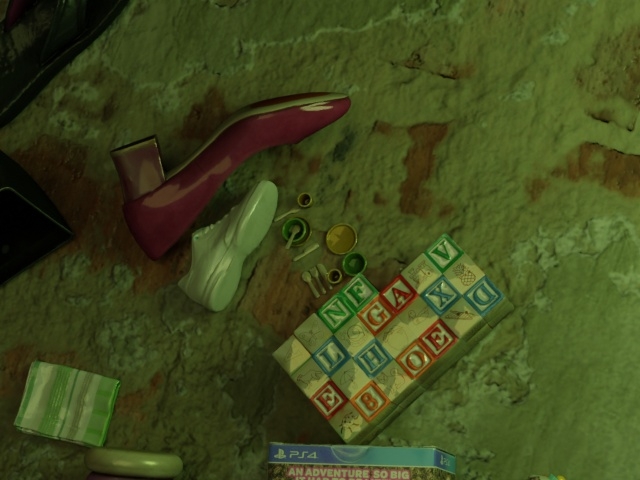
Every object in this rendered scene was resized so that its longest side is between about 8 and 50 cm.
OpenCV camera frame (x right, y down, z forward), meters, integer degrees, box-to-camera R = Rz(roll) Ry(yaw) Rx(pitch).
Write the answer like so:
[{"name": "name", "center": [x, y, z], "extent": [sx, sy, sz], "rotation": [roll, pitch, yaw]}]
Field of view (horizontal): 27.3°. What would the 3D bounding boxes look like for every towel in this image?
[{"name": "towel", "center": [-0.386, 0.249, 2.005], "extent": [0.152, 0.023, 0.113], "rotation": [10, 80, 19]}]

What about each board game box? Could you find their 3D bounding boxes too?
[{"name": "board game box", "center": [0.052, 0.421, 1.761], "extent": [0.232, 0.141, 0.290], "rotation": [-1, 76, 17]}]

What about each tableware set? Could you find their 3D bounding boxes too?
[{"name": "tableware set", "center": [0.000, 0.000, 1.947], "extent": [0.104, 0.024, 0.154], "rotation": [-31, 69, 8]}]

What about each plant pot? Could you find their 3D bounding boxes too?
[{"name": "plant pot", "center": [-0.528, -0.053, 2.051], "extent": [0.187, 0.188, 0.167], "rotation": [-33, 56, 8]}]

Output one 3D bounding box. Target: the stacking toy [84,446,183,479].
[{"name": "stacking toy", "center": [-0.281, 0.462, 1.867], "extent": [0.141, 0.141, 0.330], "rotation": [3, 82, 18]}]

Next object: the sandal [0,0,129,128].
[{"name": "sandal", "center": [-0.442, -0.368, 2.132], "extent": [0.168, 0.107, 0.445], "rotation": [38, 89, 22]}]

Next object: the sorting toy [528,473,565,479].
[{"name": "sorting toy", "center": [0.306, 0.340, 1.738], "extent": [0.045, 0.075, 0.083], "rotation": [-24, 71, 11]}]

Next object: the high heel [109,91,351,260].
[{"name": "high heel", "center": [-0.119, -0.103, 1.991], "extent": [0.377, 0.127, 0.181], "rotation": [-16, 102, 8]}]

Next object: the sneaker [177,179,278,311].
[{"name": "sneaker", "center": [-0.145, -0.005, 1.967], "extent": [0.094, 0.080, 0.212], "rotation": [28, 88, 26]}]

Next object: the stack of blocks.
[{"name": "stack of blocks", "center": [0.102, 0.127, 1.848], "extent": [0.297, 0.087, 0.171], "rotation": [-43, 68, 3]}]
